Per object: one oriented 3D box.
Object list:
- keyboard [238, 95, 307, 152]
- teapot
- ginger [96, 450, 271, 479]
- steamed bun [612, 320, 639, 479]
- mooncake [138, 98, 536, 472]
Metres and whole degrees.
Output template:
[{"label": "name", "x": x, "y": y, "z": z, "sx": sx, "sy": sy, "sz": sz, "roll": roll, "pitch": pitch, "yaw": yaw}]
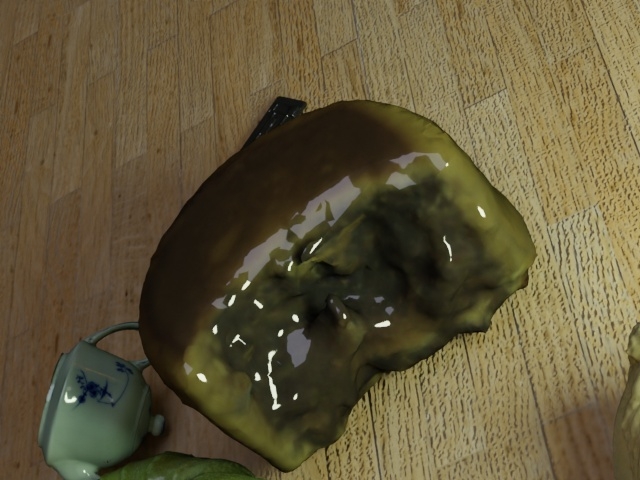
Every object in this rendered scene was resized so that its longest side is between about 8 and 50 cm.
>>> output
[{"label": "keyboard", "x": -0.093, "y": -0.119, "z": 1.897, "sx": 0.061, "sy": 0.013, "sz": 0.204, "roll": 16, "pitch": 66, "yaw": 45}, {"label": "teapot", "x": -0.260, "y": 0.208, "z": 1.657, "sx": 0.159, "sy": 0.159, "sz": 0.232, "roll": -3, "pitch": 66, "yaw": 37}, {"label": "ginger", "x": -0.142, "y": 0.292, "z": 1.500, "sx": 0.290, "sy": 0.089, "sz": 0.137, "roll": 13, "pitch": 48, "yaw": 47}, {"label": "steamed bun", "x": 0.364, "y": 0.209, "z": 1.073, "sx": 0.325, "sy": 0.230, "sz": 0.372, "roll": -20, "pitch": 48, "yaw": 35}, {"label": "mooncake", "x": 0.022, "y": 0.045, "z": 1.477, "sx": 0.394, "sy": 0.246, "sz": 0.393, "roll": -10, "pitch": 51, "yaw": 30}]
